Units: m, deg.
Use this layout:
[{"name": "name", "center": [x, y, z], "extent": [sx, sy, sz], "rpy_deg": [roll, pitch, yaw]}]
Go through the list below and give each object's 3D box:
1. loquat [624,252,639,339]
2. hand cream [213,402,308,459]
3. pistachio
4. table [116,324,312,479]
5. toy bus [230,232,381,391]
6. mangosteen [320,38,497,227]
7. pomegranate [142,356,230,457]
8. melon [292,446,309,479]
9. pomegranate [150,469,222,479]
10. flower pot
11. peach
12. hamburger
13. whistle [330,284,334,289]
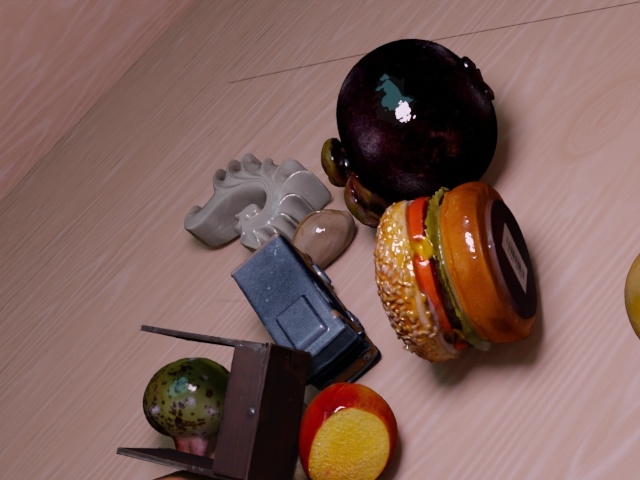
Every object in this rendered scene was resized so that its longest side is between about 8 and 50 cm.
[{"name": "loquat", "center": [0.607, 0.092, 1.374], "extent": [0.244, 0.244, 0.243], "rpy_deg": [-21, 45, 22]}, {"name": "hand cream", "center": [-0.153, 0.450, 1.766], "extent": [0.341, 0.078, 0.124], "rpy_deg": [-44, 40, 8]}, {"name": "pistachio", "center": [0.000, 0.000, 2.001], "extent": [0.185, 0.124, 0.124], "rpy_deg": [-53, 39, 11]}, {"name": "table", "center": [-0.196, 0.303, 1.591], "extent": [0.282, 0.196, 0.250], "rpy_deg": [6, 81, 23]}, {"name": "toy bus", "center": [-0.035, 0.153, 1.801], "extent": [0.162, 0.194, 0.323], "rpy_deg": [-41, 53, 5]}, {"name": "mangosteen", "center": [0.174, -0.233, 1.881], "extent": [0.435, 0.382, 0.382], "rpy_deg": [-36, 40, 19]}, {"name": "pomegranate", "center": [-0.273, 0.376, 1.824], "extent": [0.214, 0.214, 0.247], "rpy_deg": [-12, 75, 29]}, {"name": "melon", "center": [-0.072, 0.447, 1.667], "extent": [0.131, 0.098, 0.098], "rpy_deg": [-5, 52, 32]}, {"name": "pomegranate", "center": [-0.260, 0.574, 1.529], "extent": [0.338, 0.338, 0.338], "rpy_deg": [-21, 45, 22]}, {"name": "flower pot", "center": [-0.168, -0.088, 2.165], "extent": [0.368, 0.164, 0.254], "rpy_deg": [15, 70, 43]}, {"name": "peach", "center": [0.047, 0.367, 1.580], "extent": [0.190, 0.190, 0.192], "rpy_deg": [-16, 31, 27]}, {"name": "hamburger", "center": [0.244, 0.060, 1.598], "extent": [0.250, 0.330, 0.329], "rpy_deg": [-18, 46, 27]}, {"name": "whistle", "center": [-0.057, 0.138, 1.974], "extent": [0.186, 0.039, 0.039], "rpy_deg": [-25, 43, 18]}]
